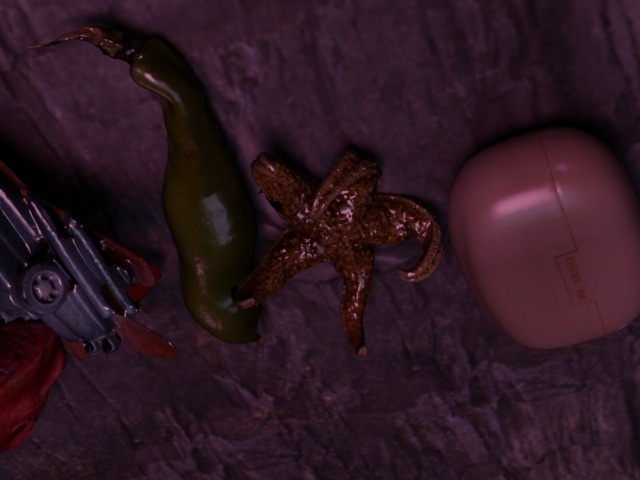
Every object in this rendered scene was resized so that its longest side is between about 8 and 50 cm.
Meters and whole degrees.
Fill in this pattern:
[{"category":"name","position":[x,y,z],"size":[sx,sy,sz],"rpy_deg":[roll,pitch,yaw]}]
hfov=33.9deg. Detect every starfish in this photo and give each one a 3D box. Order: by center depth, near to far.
[{"category":"starfish","position":[-0.001,0.000,0.805],"size":[0.146,0.074,0.190],"rpy_deg":[-44,123,12]}]

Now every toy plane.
[{"category":"toy plane","position":[-0.245,-0.018,0.775],"size":[0.223,0.104,0.326],"rpy_deg":[-7,135,45]}]

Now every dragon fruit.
[{"category":"dragon fruit","position":[-0.361,0.147,0.907],"size":[0.262,0.189,0.163],"rpy_deg":[3,102,1]}]

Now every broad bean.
[{"category":"broad bean","position":[-0.102,-0.034,0.800],"size":[0.098,0.056,0.318],"rpy_deg":[-14,127,15]}]

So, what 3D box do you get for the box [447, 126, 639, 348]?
[{"category":"box","position":[0.179,0.002,0.814],"size":[0.146,0.088,0.200],"rpy_deg":[-19,131,14]}]
